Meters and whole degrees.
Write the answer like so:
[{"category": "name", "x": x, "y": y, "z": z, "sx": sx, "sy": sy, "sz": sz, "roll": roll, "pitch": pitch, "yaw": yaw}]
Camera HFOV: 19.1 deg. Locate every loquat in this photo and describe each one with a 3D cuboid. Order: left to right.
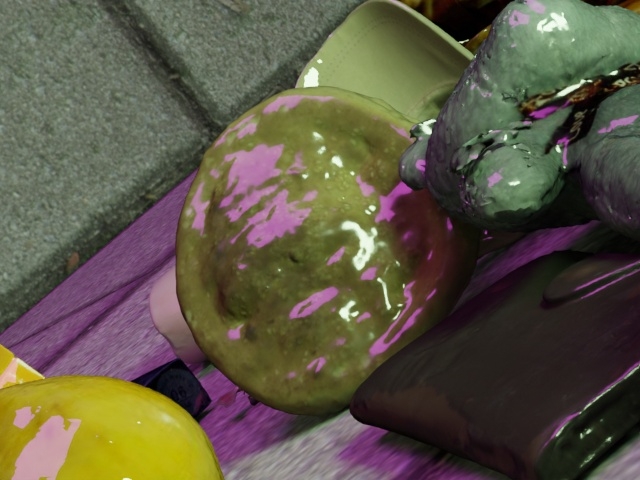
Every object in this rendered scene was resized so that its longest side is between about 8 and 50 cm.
[{"category": "loquat", "x": -0.144, "y": 0.168, "z": 1.028, "sx": 0.234, "sy": 0.176, "sz": 0.187, "roll": -21, "pitch": 26, "yaw": 40}]

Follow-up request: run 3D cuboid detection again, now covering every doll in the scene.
[{"category": "doll", "x": 0.178, "y": -0.084, "z": 1.140, "sx": 0.246, "sy": 0.158, "sz": 0.340, "roll": -24, "pitch": 10, "yaw": -11}]

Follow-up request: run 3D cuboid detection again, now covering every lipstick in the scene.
[{"category": "lipstick", "x": -0.199, "y": 0.171, "z": 1.675, "sx": 0.051, "sy": 0.051, "sz": 0.312, "roll": -44, "pitch": 9, "yaw": -37}]

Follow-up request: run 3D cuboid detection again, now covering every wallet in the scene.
[{"category": "wallet", "x": 0.120, "y": 0.060, "z": 1.038, "sx": 0.165, "sy": 0.042, "sz": 0.309, "roll": -40, "pitch": 9, "yaw": -11}]

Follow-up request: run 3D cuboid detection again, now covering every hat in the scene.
[{"category": "hat", "x": 0.085, "y": -0.086, "z": 1.396, "sx": 0.166, "sy": 0.173, "sz": 0.144, "roll": -46, "pitch": -37, "yaw": 22}]

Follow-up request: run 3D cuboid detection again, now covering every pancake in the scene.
[{"category": "pancake", "x": 0.000, "y": 0.000, "z": 1.317, "sx": 0.242, "sy": 0.242, "sz": 0.050, "roll": -34, "pitch": -26, "yaw": 11}]

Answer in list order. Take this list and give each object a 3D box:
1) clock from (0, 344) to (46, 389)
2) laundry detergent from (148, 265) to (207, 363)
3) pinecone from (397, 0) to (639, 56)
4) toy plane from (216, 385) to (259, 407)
[{"category": "clock", "x": -0.233, "y": 0.165, "z": 1.266, "sx": 0.166, "sy": 0.235, "sz": 0.309, "roll": -57, "pitch": 27, "yaw": -17}, {"category": "laundry detergent", "x": -0.002, "y": -0.012, "z": 1.743, "sx": 0.335, "sy": 0.088, "sz": 0.159, "roll": -34, "pitch": 14, "yaw": 12}, {"category": "pinecone", "x": 0.157, "y": -0.180, "z": 1.517, "sx": 0.264, "sy": 0.264, "sz": 0.264, "roll": -35, "pitch": 9, "yaw": 6}, {"category": "toy plane", "x": -0.031, "y": 0.094, "z": 1.490, "sx": 0.121, "sy": 0.031, "sz": 0.049, "roll": -34, "pitch": 17, "yaw": -7}]
